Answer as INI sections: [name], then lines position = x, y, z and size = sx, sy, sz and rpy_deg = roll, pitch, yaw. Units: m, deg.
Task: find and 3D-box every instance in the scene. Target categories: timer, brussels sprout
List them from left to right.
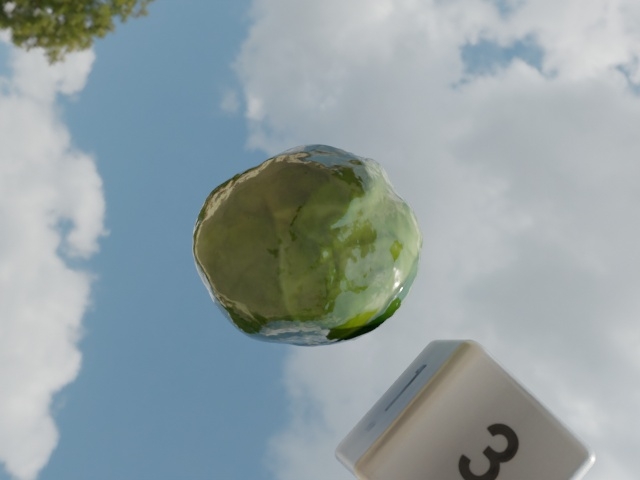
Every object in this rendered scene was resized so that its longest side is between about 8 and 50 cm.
[brussels sprout]
position = 0.000, 0.000, 1.028
size = 0.219, 0.271, 0.210
rpy_deg = -18, -80, 27
[timer]
position = 0.155, 0.243, 1.086
size = 0.195, 0.192, 0.194
rpy_deg = -47, -179, -10
